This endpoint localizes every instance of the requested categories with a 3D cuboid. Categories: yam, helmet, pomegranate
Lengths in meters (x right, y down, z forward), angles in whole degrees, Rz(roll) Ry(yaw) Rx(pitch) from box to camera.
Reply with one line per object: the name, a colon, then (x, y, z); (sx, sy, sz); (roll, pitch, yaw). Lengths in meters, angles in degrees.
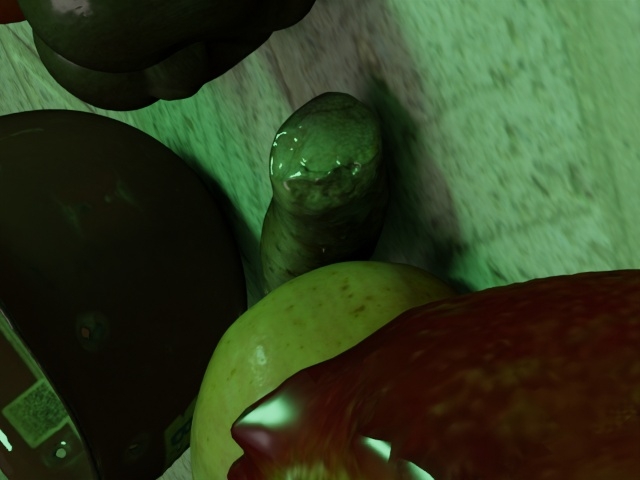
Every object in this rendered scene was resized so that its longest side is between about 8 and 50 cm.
yam: (0.000, 0.000, 1.083); (0.067, 0.071, 0.317); (12, 162, 2)
helmet: (-0.173, 0.029, 1.420); (0.337, 0.230, 0.385); (53, 157, 15)
pomegranate: (0.022, 0.105, 1.003); (0.191, 0.191, 0.191); (53, 165, 20)

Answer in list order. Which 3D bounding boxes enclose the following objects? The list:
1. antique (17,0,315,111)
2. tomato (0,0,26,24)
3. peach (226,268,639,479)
antique: (-0.085, -0.132, 0.954); (0.121, 0.143, 0.257); (57, 169, -4)
tomato: (-0.218, -0.249, 1.081); (0.260, 0.180, 0.260); (55, 163, 25)
peach: (0.137, 0.201, 0.505); (0.406, 0.310, 0.335); (59, 139, 37)
